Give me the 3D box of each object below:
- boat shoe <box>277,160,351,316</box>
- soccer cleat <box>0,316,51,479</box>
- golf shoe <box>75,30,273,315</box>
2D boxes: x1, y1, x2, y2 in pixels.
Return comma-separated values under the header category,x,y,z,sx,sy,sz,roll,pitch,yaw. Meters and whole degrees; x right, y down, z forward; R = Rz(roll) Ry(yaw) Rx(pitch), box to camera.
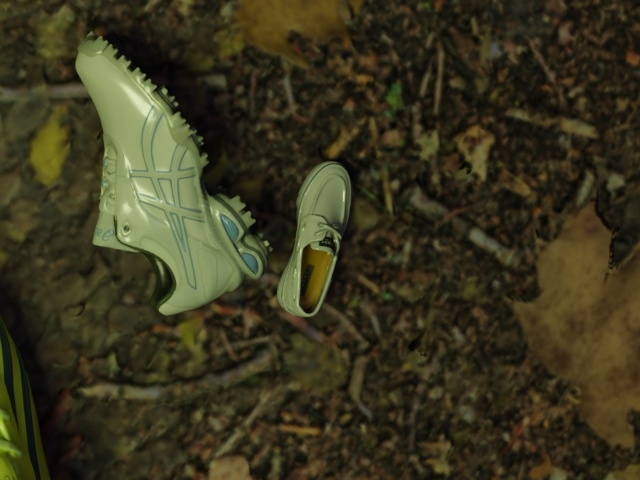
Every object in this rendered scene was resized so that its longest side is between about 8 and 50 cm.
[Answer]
category,x,y,z,sx,sy,sz,roll,pitch,yaw
boat shoe,0.000,0.000,0.962,0.035,0.035,0.100,18,91,-24
soccer cleat,-0.186,0.132,0.854,0.093,0.121,0.289,-22,105,-19
golf shoe,-0.104,-0.033,0.899,0.086,0.069,0.176,-35,108,-9
